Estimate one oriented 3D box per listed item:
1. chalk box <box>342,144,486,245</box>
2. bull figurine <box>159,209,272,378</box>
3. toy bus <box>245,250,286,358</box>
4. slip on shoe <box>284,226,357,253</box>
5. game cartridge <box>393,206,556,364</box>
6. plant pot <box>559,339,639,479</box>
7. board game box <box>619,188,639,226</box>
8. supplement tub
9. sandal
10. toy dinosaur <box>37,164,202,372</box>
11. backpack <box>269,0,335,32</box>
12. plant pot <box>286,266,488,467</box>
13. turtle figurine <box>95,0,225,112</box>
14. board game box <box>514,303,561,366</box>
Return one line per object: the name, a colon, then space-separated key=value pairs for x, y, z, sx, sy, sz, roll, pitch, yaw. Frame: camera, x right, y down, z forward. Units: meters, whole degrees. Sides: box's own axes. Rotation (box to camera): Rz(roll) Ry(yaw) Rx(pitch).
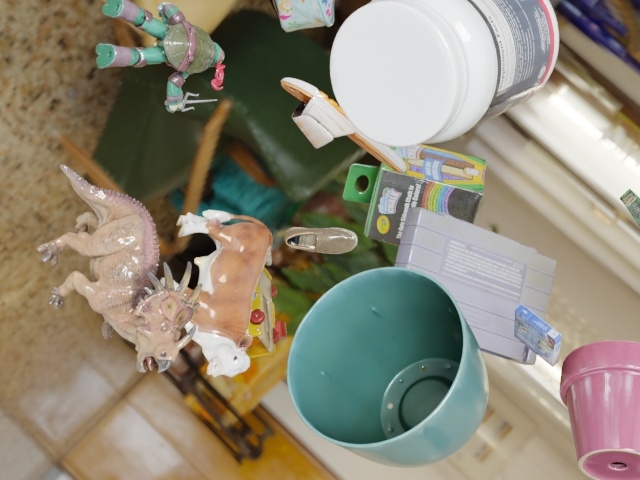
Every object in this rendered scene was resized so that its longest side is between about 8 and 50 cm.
chalk box: x=0.199 y=-0.101 z=2.398 sx=0.179 sy=0.289 sz=0.180 roll=-67 pitch=171 yaw=-61
bull figurine: x=-0.179 y=0.084 z=1.842 sx=0.101 sy=0.188 sz=0.310 roll=-45 pitch=-155 yaw=54
toy bus: x=-0.143 y=0.124 z=2.076 sx=0.104 sy=0.190 sz=0.202 roll=-12 pitch=-169 yaw=12
slip on shoe: x=0.000 y=0.000 z=2.034 sx=0.041 sy=0.135 sz=0.051 roll=-64 pitch=161 yaw=-73
game cartridge: x=0.293 y=0.089 z=2.118 sx=0.068 sy=0.355 sz=0.230 roll=-10 pitch=-116 yaw=58
plant pot: x=0.488 y=0.289 z=1.784 sx=0.201 sy=0.201 sz=0.180 roll=120 pitch=-14 yaw=-52
board game box: x=0.563 y=0.011 z=1.754 sx=0.030 sy=0.136 sz=0.259 roll=-47 pitch=-165 yaw=17
supplement tub: x=0.155 y=-0.227 z=1.334 sx=0.272 sy=0.191 sz=0.191 roll=-29 pitch=160 yaw=-49
sandal: x=0.028 y=-0.180 z=1.881 sx=0.076 sy=0.265 sz=0.102 roll=-53 pitch=-175 yaw=-4
toy dinosaur: x=-0.257 y=0.032 z=1.481 sx=0.200 sy=0.295 sz=0.127 roll=-12 pitch=177 yaw=27
backpack: x=-0.029 y=-0.516 z=2.005 sx=0.253 sy=0.191 sz=0.225 roll=79 pitch=9 yaw=-46
plant pot: x=0.131 y=0.224 z=1.723 sx=0.293 sy=0.293 sz=0.235 roll=-47 pitch=139 yaw=-3
turtle figurine: x=-0.235 y=-0.303 z=1.727 sx=0.118 sy=0.175 sz=0.234 roll=-15 pitch=162 yaw=43
board game box: x=0.370 y=0.163 z=1.873 sx=0.020 sy=0.090 sz=0.090 roll=-39 pitch=147 yaw=-18
